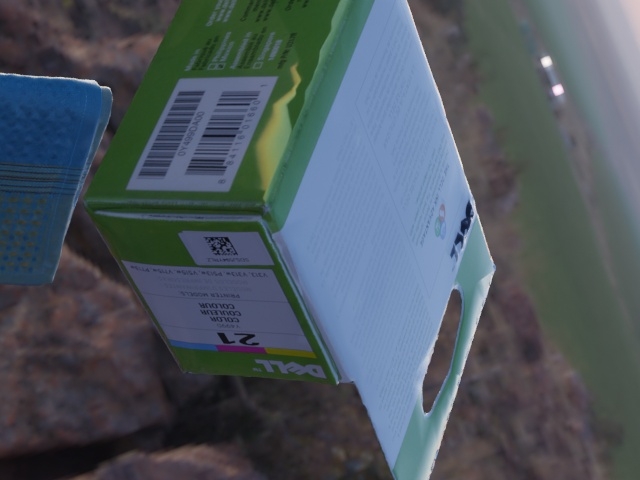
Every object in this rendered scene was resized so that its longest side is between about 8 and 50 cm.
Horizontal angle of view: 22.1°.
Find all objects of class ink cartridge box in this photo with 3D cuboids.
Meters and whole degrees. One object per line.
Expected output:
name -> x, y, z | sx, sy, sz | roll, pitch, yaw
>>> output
ink cartridge box -> 0.000, 0.000, 0.840 | 0.255, 0.097, 0.188 | 66, 35, -44

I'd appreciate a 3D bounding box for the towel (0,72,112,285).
towel -> -0.413, -0.067, 1.618 | 0.370, 0.271, 0.040 | 4, 41, -28
